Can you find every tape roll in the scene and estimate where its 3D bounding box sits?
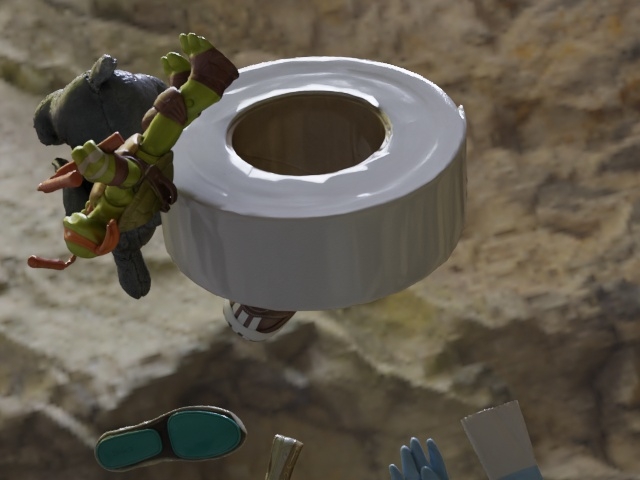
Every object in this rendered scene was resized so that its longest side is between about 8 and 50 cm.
[{"bbox_3d":[-0.007,-0.058,1.400,0.286,0.286,0.100,46,-32,49],"label":"tape roll"}]

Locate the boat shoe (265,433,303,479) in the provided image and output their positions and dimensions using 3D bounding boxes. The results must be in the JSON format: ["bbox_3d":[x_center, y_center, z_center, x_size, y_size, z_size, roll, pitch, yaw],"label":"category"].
[{"bbox_3d":[-0.052,0.328,2.053,0.050,0.045,0.135,89,11,-76],"label":"boat shoe"}]

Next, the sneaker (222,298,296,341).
[{"bbox_3d":[0.000,0.000,1.889,0.106,0.281,0.162,38,-22,2],"label":"sneaker"}]

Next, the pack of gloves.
[{"bbox_3d":[0.208,0.354,2.043,0.046,0.195,0.232,52,19,-67],"label":"pack of gloves"}]

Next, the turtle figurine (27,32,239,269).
[{"bbox_3d":[-0.150,-0.065,1.274,0.087,0.217,0.269,32,-17,2],"label":"turtle figurine"}]

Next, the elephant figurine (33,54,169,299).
[{"bbox_3d":[-0.225,-0.064,1.749,0.169,0.186,0.239,-17,-100,32],"label":"elephant figurine"}]

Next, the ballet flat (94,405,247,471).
[{"bbox_3d":[-0.148,0.197,1.556,0.052,0.168,0.057,-13,94,-73],"label":"ballet flat"}]
